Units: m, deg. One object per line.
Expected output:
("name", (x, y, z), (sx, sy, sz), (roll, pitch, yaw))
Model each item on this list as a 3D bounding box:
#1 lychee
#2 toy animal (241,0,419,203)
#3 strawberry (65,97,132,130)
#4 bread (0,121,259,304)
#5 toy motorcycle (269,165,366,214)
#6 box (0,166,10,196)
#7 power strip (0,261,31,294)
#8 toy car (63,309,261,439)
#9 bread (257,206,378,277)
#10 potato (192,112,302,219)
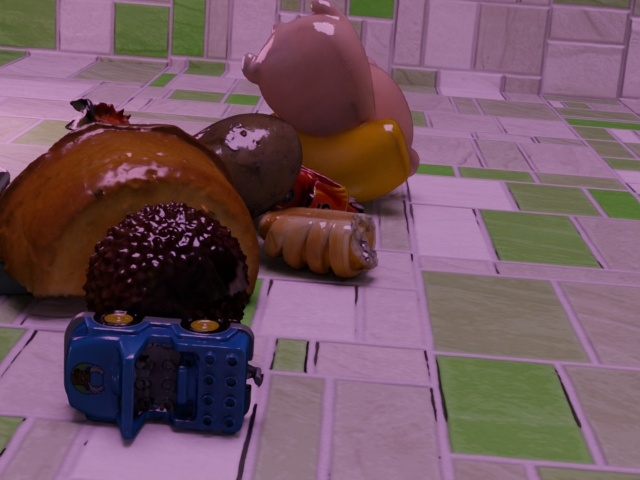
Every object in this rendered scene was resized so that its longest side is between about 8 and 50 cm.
("lychee", (-0.163, 0.047, 1.224), (0.188, 0.188, 0.188), (4, 16, -1))
("toy animal", (0.019, -0.225, 2.026), (0.277, 0.345, 0.247), (-25, 10, 34))
("strawberry", (-0.262, -0.085, 1.830), (0.306, 0.138, 0.233), (24, 23, -35))
("bread", (-0.222, -0.040, 1.430), (0.340, 0.179, 0.194), (3, 27, -27))
("toy motorcycle", (-0.058, -0.086, 1.804), (0.298, 0.089, 0.171), (24, 15, -2))
("box", (-0.583, -0.044, 1.413), (0.373, 0.091, 0.367), (7, 19, -6))
("power strip", (-0.366, 0.023, 1.509), (0.137, 0.044, 0.216), (15, 20, 32))
("toy car", (-0.151, 0.129, 1.097), (0.191, 0.097, 0.100), (5, 17, 1))
("bread", (0.000, 0.000, 1.613), (0.177, 0.084, 0.119), (10, 15, 22))
("potato", (-0.147, -0.084, 1.648), (0.262, 0.165, 0.165), (-30, 13, 9))
